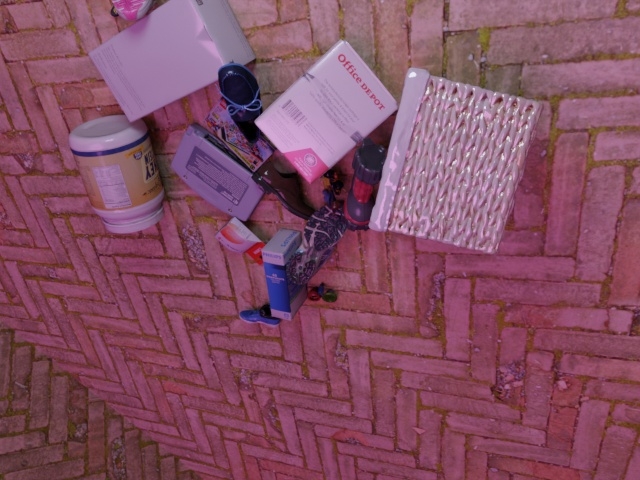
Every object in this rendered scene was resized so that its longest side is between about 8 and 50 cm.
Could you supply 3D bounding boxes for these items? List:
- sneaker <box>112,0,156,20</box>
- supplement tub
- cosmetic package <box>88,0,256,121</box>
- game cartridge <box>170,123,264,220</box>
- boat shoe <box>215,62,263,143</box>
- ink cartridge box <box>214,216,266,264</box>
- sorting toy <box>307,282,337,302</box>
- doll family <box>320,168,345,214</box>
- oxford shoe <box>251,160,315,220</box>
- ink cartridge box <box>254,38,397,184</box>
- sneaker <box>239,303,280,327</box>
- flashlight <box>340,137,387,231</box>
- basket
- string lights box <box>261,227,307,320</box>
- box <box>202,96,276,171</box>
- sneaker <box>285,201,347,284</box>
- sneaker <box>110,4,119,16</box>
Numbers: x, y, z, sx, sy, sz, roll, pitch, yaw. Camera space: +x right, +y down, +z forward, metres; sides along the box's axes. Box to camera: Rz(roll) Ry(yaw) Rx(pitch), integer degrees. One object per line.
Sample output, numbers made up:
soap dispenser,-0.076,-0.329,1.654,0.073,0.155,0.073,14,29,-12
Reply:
sneaker,-0.452,-0.606,1.309,0.102,0.252,0.111,-6,142,-4
supplement tub,-0.615,-0.204,1.635,0.228,0.228,0.316,7,125,20
cosmetic package,-0.391,-0.485,1.391,0.384,0.156,0.217,-12,116,29
game cartridge,-0.309,-0.197,1.614,0.294,0.060,0.196,37,126,-3
boat shoe,-0.183,-0.337,1.332,0.109,0.089,0.258,-12,158,8
ink cartridge box,-0.247,0.017,1.707,0.179,0.045,0.145,46,149,-9
sorting toy,0.006,0.169,1.733,0.101,0.042,0.061,1,139,10
doll family,0.024,-0.163,1.434,0.076,0.111,0.193,-29,116,-9
oxford shoe,-0.084,-0.140,1.530,0.227,0.083,0.096,40,96,-25
ink cartridge box,0.016,-0.308,1.284,0.283,0.117,0.207,-40,101,13
sneaker,-0.216,0.256,1.873,0.152,0.058,0.085,13,132,11
flashlight,0.113,-0.126,1.355,0.103,0.103,0.304,29,159,8
basket,0.279,-0.175,1.143,0.266,0.328,0.331,14,105,9
string lights box,-0.108,0.108,1.676,0.076,0.133,0.260,10,125,22
box,-0.225,-0.306,1.510,0.207,0.036,0.114,45,128,-9
sneaker,0.000,0.000,1.580,0.110,0.122,0.283,40,108,11
sneaker,-0.547,-0.632,1.435,0.083,0.035,0.031,-18,112,33
